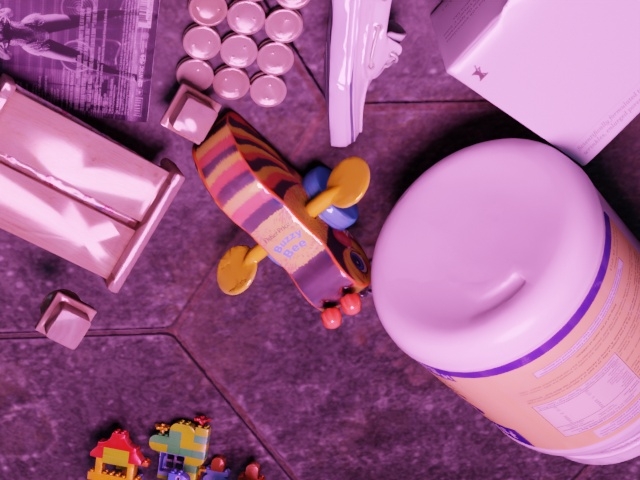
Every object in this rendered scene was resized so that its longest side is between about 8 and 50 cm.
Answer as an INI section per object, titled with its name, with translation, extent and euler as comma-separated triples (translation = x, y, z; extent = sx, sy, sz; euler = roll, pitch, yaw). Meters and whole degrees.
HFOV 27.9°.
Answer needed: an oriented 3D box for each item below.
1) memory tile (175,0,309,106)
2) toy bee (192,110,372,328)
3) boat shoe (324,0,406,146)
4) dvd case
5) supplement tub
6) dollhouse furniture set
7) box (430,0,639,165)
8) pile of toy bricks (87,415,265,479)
[memory tile]
translation = -0.075, -0.201, 1.239
extent = 0.113, 0.012, 0.148
euler = 9, 125, -12
[toy bee]
translation = 0.000, 0.000, 1.301
extent = 0.298, 0.162, 0.195
euler = 20, 122, -17
[boat shoe]
translation = 0.044, -0.189, 1.214
extent = 0.075, 0.083, 0.226
euler = -1, 125, -3
[dvd case]
translation = -0.267, -0.196, 1.222
extent = 0.221, 0.018, 0.165
euler = 5, 127, -10
[supplement tub]
translation = 0.228, 0.075, 1.306
extent = 0.241, 0.241, 0.331
euler = -32, 136, 17
[dollhouse furniture set]
translation = -0.327, -0.071, 1.276
extent = 0.303, 0.174, 0.356
euler = 29, 98, -25
[box]
translation = 0.232, -0.201, 1.201
extent = 0.182, 0.119, 0.181
euler = 31, 118, -24
[pile of toy bricks]
translation = -0.158, 0.258, 1.527
extent = 0.212, 0.118, 0.105
euler = 10, 98, 7
